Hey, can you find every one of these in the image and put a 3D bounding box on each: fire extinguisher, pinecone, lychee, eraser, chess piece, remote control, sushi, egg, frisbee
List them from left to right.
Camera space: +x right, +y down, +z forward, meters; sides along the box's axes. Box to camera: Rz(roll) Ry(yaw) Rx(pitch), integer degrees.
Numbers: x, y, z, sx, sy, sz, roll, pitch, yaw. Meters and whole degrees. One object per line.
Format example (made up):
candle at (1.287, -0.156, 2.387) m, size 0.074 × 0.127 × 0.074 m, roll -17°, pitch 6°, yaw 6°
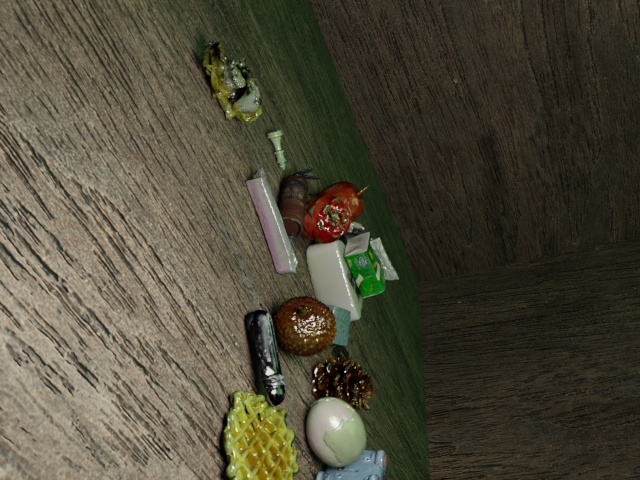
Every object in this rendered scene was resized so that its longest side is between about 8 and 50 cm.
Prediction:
sushi at (-0.265, -0.469, 1.660) m, size 0.291 × 0.131 × 0.139 m, roll 62°, pitch 20°, yaw -59°
remote control at (-0.138, 0.312, 1.464) m, size 0.090 × 0.066 × 0.265 m, roll 32°, pitch 35°, yaw -62°
chess piece at (-0.156, -0.336, 2.012) m, size 0.059 × 0.059 × 0.149 m, roll -60°, pitch 139°, yaw -65°
fire extinguisher at (-0.081, -0.157, 1.961) m, size 0.344 × 0.138 × 0.102 m, roll -84°, pitch 173°, yaw -45°
lychee at (-0.048, 0.260, 1.637) m, size 0.238 × 0.200 × 0.200 m, roll 90°, pitch -3°, yaw -60°
egg at (0.041, 0.594, 1.695) m, size 0.217 × 0.183 × 0.183 m, roll 58°, pitch 20°, yaw -6°
eraser at (0.074, 0.187, 2.149) m, size 0.331 × 0.150 × 0.331 m, roll -13°, pitch 90°, yaw -72°
frisbee at (0.085, 0.441, 2.215) m, size 0.211 × 0.012 × 0.187 m, roll -84°, pitch 155°, yaw -48°
pinecone at (0.085, 0.505, 1.858) m, size 0.221 × 0.222 × 0.221 m, roll -14°, pitch 90°, yaw -72°

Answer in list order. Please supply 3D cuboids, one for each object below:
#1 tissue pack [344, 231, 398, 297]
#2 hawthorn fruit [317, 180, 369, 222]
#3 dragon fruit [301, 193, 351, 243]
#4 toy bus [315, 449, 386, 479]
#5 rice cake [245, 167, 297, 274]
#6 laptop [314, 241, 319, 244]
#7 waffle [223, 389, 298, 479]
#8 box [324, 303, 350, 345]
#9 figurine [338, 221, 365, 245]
tissue pack at (0.205, 0.090, 2.140) m, size 0.148 × 0.156 × 0.209 m, roll -77°, pitch 145°, yaw -61°
hawthorn fruit at (0.118, -0.177, 2.384) m, size 0.207 × 0.243 × 0.207 m, roll 55°, pitch 11°, yaw -17°
dragon fruit at (0.005, -0.083, 2.041) m, size 0.193 × 0.274 × 0.192 m, roll 23°, pitch 83°, yaw -29°
toy bus at (0.110, 0.819, 1.732) m, size 0.294 × 0.197 × 0.231 m, roll -41°, pitch 126°, yaw -72°
rice cake at (-0.158, -0.054, 1.751) m, size 0.056 × 0.073 × 0.364 m, roll -46°, pitch 120°, yaw -66°
laptop at (0.000, 0.000, 2.253) m, size 0.180 × 0.016 × 0.129 m, roll 50°, pitch 19°, yaw -55°
waffle at (-0.150, 0.529, 1.338) m, size 0.317 × 0.073 × 0.297 m, roll 42°, pitch 32°, yaw -49°
box at (0.019, 0.304, 1.924) m, size 0.227 × 0.130 × 0.162 m, roll 35°, pitch 59°, yaw -66°
figurine at (0.125, 0.008, 2.440) m, size 0.145 × 0.145 × 0.222 m, roll 56°, pitch 33°, yaw -47°
